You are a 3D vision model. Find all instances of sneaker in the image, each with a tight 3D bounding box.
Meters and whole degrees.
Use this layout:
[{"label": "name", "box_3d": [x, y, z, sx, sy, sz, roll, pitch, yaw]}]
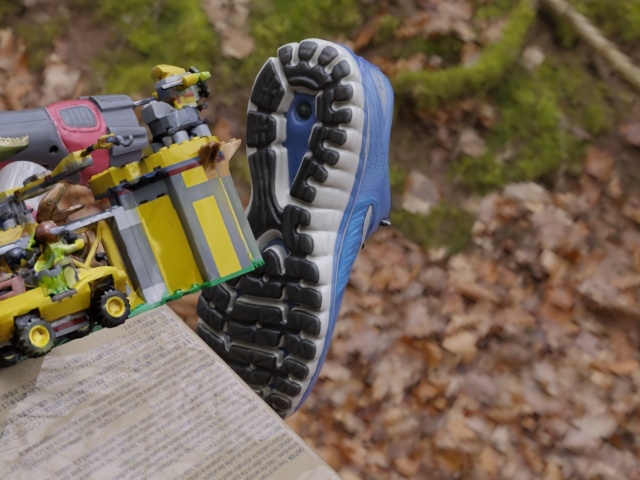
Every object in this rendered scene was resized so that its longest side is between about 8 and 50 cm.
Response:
[{"label": "sneaker", "box_3d": [0.000, 0.000, 1.262, 0.130, 0.330, 0.147, 23, 13, 31]}]

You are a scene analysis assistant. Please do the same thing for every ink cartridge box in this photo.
[{"label": "ink cartridge box", "box_3d": [-0.116, 0.153, 0.900, 0.193, 0.088, 0.235, 45, 29, 11]}]

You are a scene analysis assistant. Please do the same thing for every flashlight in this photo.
[{"label": "flashlight", "box_3d": [-0.327, -0.087, 1.499, 0.304, 0.103, 0.103, -11, 12, -34]}]

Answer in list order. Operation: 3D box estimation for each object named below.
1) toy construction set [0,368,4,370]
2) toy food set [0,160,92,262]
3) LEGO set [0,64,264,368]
[{"label": "toy construction set", "box_3d": [-0.437, 0.104, 1.222, 0.309, 0.257, 0.237, 3, 39, 38]}, {"label": "toy food set", "box_3d": [-0.263, 0.003, 0.949, 0.232, 0.111, 0.104, 11, 35, -7]}, {"label": "LEGO set", "box_3d": [-0.199, -0.027, 0.731, 0.255, 0.192, 0.331, -21, 2, -27]}]
